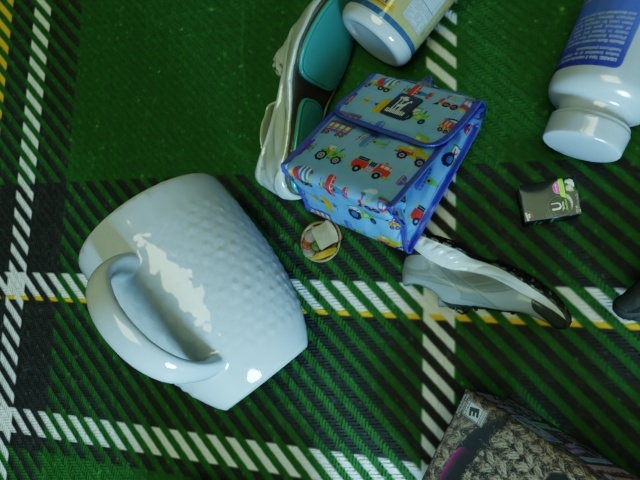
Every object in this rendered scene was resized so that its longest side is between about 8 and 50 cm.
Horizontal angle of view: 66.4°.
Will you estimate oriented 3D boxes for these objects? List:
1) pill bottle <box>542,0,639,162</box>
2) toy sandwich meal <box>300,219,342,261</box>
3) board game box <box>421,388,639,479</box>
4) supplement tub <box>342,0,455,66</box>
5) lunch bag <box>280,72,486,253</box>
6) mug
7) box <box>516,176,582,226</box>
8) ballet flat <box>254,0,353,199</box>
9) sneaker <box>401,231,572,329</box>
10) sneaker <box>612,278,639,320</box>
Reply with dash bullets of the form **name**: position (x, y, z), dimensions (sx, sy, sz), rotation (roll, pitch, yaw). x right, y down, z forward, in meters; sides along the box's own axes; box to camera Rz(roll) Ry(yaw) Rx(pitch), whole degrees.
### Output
- **pill bottle**: position (0.437, -0.262, 0.726), dimensions (0.152, 0.152, 0.271), rotation (24, 92, 19)
- **toy sandwich meal**: position (0.000, 0.000, 0.898), dimensions (0.086, 0.029, 0.085), rotation (-2, 83, 17)
- **board game box**: position (0.289, 0.377, 0.637), dimensions (0.291, 0.141, 0.231), rotation (26, 92, 51)
- **supplement tub**: position (0.148, -0.421, 0.839), dimensions (0.144, 0.144, 0.199), rotation (40, 96, 18)
- **lunch bag**: position (0.119, -0.159, 0.819), dimensions (0.221, 0.138, 0.293), rotation (25, 71, 33)
- **mug**: position (-0.201, 0.100, 0.773), dimensions (0.276, 0.374, 0.328), rotation (-42, 80, 14)
- **box**: position (0.362, -0.060, 0.778), dimensions (0.084, 0.052, 0.062), rotation (-9, 80, 17)
- **ballet flat**: position (-0.044, -0.275, 0.903), dimensions (0.139, 0.139, 0.399), rotation (12, 88, 19)
- **sneaker**: position (0.257, 0.077, 0.781), dimensions (0.272, 0.100, 0.107), rotation (24, 101, 25)
- **sneaker**: position (0.536, 0.013, 0.700), dimensions (0.286, 0.109, 0.130), rotation (-34, 65, 4)
